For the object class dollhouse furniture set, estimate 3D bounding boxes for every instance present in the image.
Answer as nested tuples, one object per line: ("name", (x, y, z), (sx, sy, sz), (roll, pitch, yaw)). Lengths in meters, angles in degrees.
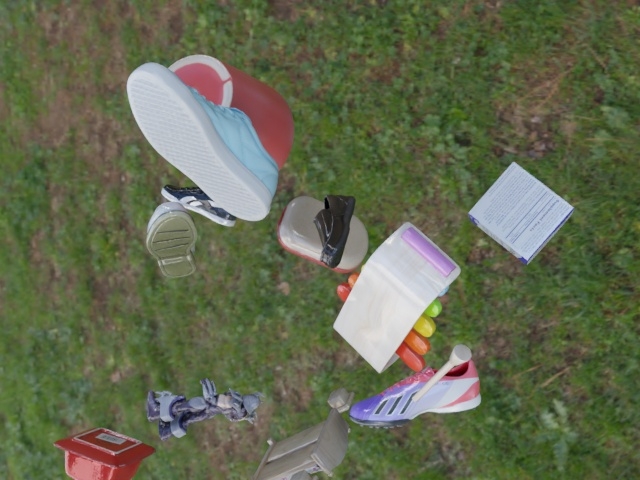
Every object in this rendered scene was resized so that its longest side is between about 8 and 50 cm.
("dollhouse furniture set", (-0.057, 0.512, 1.554), (0.303, 0.355, 0.173), (-31, 104, 32))

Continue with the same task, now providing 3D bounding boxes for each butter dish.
("butter dish", (-0.438, 0.455, 1.545), (0.160, 0.160, 0.118), (13, 93, 17))

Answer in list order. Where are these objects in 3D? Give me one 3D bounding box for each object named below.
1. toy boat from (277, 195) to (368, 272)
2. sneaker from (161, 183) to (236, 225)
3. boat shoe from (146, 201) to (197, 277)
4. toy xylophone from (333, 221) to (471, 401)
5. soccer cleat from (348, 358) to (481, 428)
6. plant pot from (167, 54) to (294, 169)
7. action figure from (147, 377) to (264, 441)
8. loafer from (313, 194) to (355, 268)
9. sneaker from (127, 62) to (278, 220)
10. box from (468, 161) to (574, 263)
("toy boat", (0.000, 0.000, 1.908), (0.151, 0.231, 0.151), (124, 168, -63))
("sneaker", (-0.297, -0.132, 1.991), (0.217, 0.079, 0.121), (24, 101, 11))
("boat shoe", (-0.335, -0.019, 1.729), (0.302, 0.113, 0.103), (109, 152, -63))
("toy xylophone", (0.131, 0.130, 1.254), (0.236, 0.081, 0.322), (49, 147, 8))
("soccer cleat", (0.215, 0.349, 1.773), (0.108, 0.318, 0.116), (-141, 44, -74))
("plant pot", (-0.225, -0.264, 1.676), (0.275, 0.243, 0.274), (-5, 75, 20))
("action figure", (-0.269, 0.397, 1.848), (0.285, 0.185, 0.099), (-12, 46, 12))
("loafer", (0.021, -0.022, 1.640), (0.078, 0.220, 0.080), (15, 127, 0))
("sneaker", (-0.204, -0.200, 1.407), (0.135, 0.366, 0.150), (-9, 46, 32))
("box", (0.359, -0.047, 1.386), (0.137, 0.072, 0.126), (42, 91, 17))
